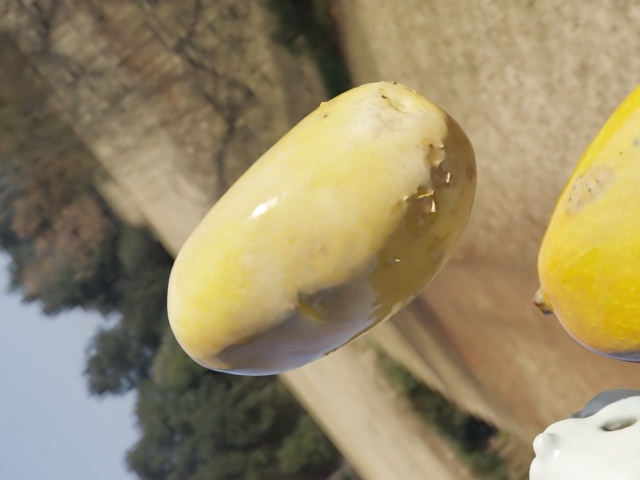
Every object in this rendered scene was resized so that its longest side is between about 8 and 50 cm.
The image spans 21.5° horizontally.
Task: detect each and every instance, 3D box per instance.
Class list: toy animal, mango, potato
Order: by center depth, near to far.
[{"bbox_3d":[0.147,-0.027,0.518,0.098,0.190,0.075,46,-158,-28],"label":"mango"},{"bbox_3d":[0.000,0.000,1.090,0.150,0.234,0.146,33,-165,-39],"label":"potato"},{"bbox_3d":[0.227,0.214,1.167,0.174,0.249,0.289,25,-167,19],"label":"toy animal"}]
